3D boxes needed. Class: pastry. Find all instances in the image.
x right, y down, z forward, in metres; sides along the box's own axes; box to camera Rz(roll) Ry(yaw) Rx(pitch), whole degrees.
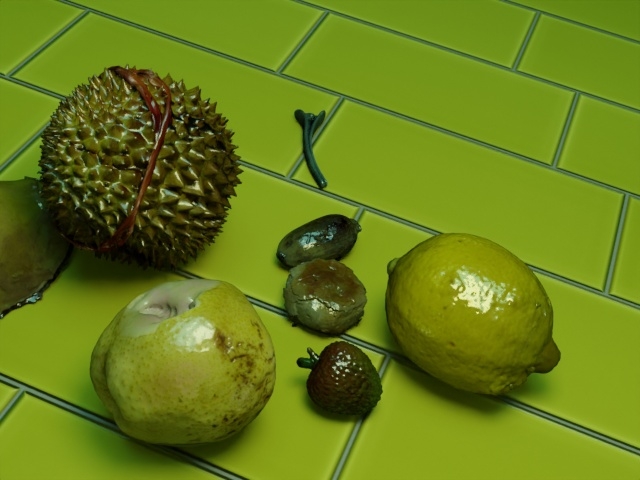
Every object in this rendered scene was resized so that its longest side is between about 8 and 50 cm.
[{"bbox_3d":[0.008,0.094,1.588,0.153,0.081,0.153,4,41,-3],"label":"pastry"}]

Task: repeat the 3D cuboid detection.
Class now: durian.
[{"bbox_3d":[-0.304,-0.117,1.521,0.347,0.348,0.384,29,4,18],"label":"durian"}]

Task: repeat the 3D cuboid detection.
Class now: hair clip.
[{"bbox_3d":[-0.016,-0.193,1.914,0.070,0.039,0.230,2,49,-8],"label":"hair clip"}]

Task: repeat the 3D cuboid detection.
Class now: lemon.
[{"bbox_3d":[0.248,0.121,1.495,0.319,0.245,0.245,32,48,12],"label":"lemon"}]

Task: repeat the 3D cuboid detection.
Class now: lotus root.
[{"bbox_3d":[0.000,0.000,1.682,0.179,0.081,0.089,-21,51,-29],"label":"lotus root"}]

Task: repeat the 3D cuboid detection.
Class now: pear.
[{"bbox_3d":[-0.202,0.181,1.343,0.271,0.271,0.271,5,44,-5],"label":"pear"}]

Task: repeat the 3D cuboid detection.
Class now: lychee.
[{"bbox_3d":[0.031,0.218,1.446,0.146,0.114,0.114,34,46,-1],"label":"lychee"}]

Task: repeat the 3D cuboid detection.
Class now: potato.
[{"bbox_3d":[-0.603,-0.048,1.463,0.397,0.296,0.290,-11,53,-18],"label":"potato"}]
